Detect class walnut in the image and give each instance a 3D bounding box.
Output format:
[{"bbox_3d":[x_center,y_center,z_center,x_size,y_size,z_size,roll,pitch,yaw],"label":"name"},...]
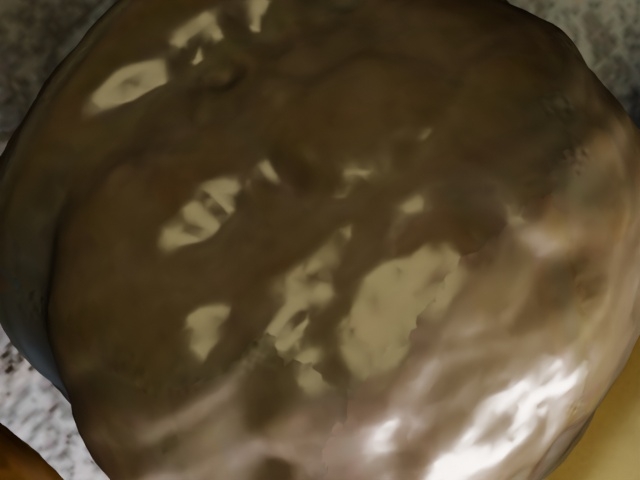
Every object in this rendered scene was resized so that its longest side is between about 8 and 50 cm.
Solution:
[{"bbox_3d":[0.001,0.002,0.698,0.248,0.248,0.248,-3,101,-14],"label":"walnut"}]

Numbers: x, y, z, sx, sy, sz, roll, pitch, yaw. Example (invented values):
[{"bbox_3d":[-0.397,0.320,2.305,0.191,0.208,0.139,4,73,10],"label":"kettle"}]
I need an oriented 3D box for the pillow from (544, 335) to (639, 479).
[{"bbox_3d":[0.196,0.120,0.832,0.310,0.119,0.312,34,85,-15],"label":"pillow"}]

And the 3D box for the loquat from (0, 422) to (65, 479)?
[{"bbox_3d":[-0.203,0.191,0.649,0.328,0.328,0.328,-3,101,-14],"label":"loquat"}]
